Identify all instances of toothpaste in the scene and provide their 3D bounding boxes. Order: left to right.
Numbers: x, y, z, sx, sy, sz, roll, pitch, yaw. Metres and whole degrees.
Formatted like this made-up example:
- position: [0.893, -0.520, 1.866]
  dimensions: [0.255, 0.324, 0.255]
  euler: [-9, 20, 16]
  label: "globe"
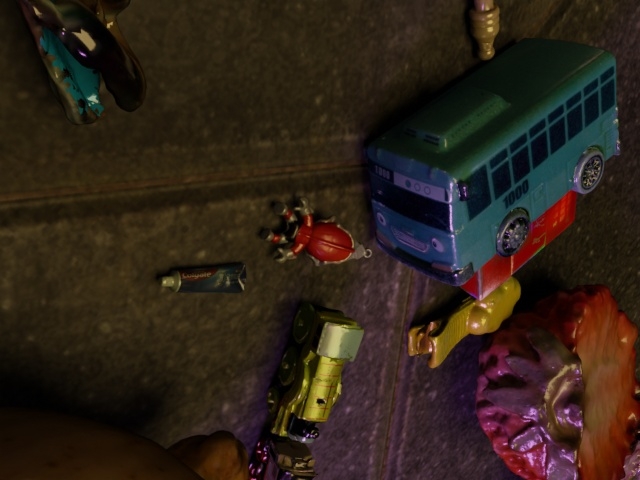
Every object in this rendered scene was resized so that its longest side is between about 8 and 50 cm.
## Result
- position: [-0.098, 0.033, 0.591]
  dimensions: [0.083, 0.019, 0.027]
  euler: [0, 85, -40]
  label: "toothpaste"

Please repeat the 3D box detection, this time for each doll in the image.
- position: [-0.001, 0.000, 0.643]
  dimensions: [0.114, 0.039, 0.057]
  euler: [19, 68, -33]
  label: "doll"

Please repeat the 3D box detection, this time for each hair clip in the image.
- position: [0.179, 0.087, 0.824]
  dimensions: [0.173, 0.046, 0.072]
  euler: [-23, 127, -32]
  label: "hair clip"

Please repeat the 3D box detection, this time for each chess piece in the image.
- position: [0.159, -0.220, 0.677]
  dimensions: [0.035, 0.035, 0.092]
  euler: [-33, 131, -24]
  label: "chess piece"

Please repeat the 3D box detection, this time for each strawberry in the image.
- position: [0.322, 0.191, 0.928]
  dimensions: [0.336, 0.149, 0.265]
  euler: [-1, 87, -51]
  label: "strawberry"

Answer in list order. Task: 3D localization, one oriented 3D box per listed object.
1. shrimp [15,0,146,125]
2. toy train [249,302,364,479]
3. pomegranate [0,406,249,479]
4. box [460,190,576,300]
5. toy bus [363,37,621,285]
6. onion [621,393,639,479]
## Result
- position: [-0.223, -0.220, 0.304]
  dimensions: [0.221, 0.110, 0.446]
  euler: [-28, 132, 8]
  label: "shrimp"
- position: [-0.026, 0.182, 0.676]
  dimensions: [0.053, 0.085, 0.250]
  euler: [13, 102, -25]
  label: "toy train"
- position: [-0.169, 0.271, 0.425]
  dimensions: [0.409, 0.410, 0.411]
  euler: [-17, 120, -33]
  label: "pomegranate"
- position: [0.223, -0.025, 0.795]
  dimensions: [0.175, 0.048, 0.112]
  euler: [-37, 138, -21]
  label: "box"
- position: [0.169, -0.086, 0.681]
  dimensions: [0.256, 0.128, 0.147]
  euler: [-35, 129, -23]
  label: "toy bus"
- position: [0.416, 0.359, 1.089]
  dimensions: [0.314, 0.146, 0.280]
  euler: [-25, 138, -38]
  label: "onion"
